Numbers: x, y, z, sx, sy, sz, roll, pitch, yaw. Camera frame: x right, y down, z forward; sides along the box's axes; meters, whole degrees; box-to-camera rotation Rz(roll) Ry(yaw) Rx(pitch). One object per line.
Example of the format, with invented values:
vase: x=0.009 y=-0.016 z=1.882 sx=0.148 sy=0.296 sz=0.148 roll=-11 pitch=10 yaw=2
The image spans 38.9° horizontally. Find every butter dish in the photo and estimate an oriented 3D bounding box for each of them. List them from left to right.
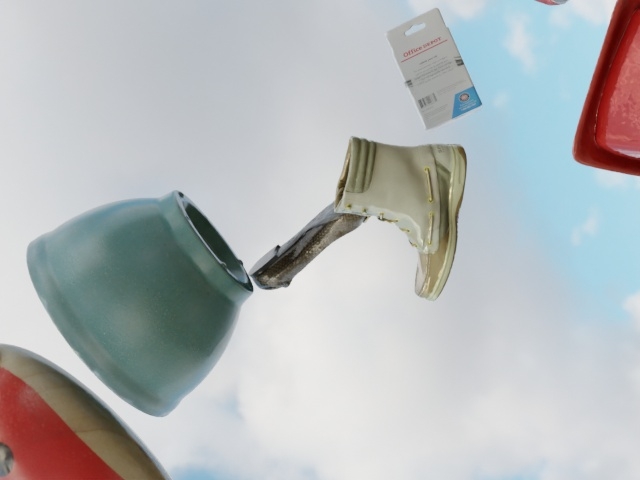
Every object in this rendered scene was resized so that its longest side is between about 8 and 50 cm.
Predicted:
butter dish: x=0.315 y=-0.121 z=0.759 sx=0.160 sy=0.118 sz=0.160 roll=5 pitch=-74 yaw=-32

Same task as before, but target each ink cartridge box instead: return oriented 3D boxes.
ink cartridge box: x=0.190 y=-0.283 z=1.515 sx=0.180 sy=0.104 sz=0.060 roll=67 pitch=-166 yaw=3

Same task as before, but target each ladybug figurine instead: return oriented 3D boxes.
ladybug figurine: x=-0.362 y=0.325 z=1.271 sx=0.162 sy=0.305 sz=0.449 roll=-54 pitch=-51 yaw=-33

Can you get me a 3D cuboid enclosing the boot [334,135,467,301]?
boot: x=0.098 y=-0.028 z=1.193 sx=0.165 sy=0.077 sz=0.213 roll=4 pitch=-77 yaw=-11

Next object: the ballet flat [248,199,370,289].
ballet flat: x=0.000 y=0.000 z=1.329 sx=0.058 sy=0.250 sz=0.084 roll=49 pitch=-161 yaw=-13

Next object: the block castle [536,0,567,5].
block castle: x=0.177 y=-0.451 z=0.831 sx=0.303 sy=0.453 sz=0.213 roll=7 pitch=-131 yaw=-8

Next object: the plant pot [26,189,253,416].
plant pot: x=-0.214 y=0.057 z=1.202 sx=0.293 sy=0.196 sz=0.293 roll=53 pitch=-176 yaw=-6
